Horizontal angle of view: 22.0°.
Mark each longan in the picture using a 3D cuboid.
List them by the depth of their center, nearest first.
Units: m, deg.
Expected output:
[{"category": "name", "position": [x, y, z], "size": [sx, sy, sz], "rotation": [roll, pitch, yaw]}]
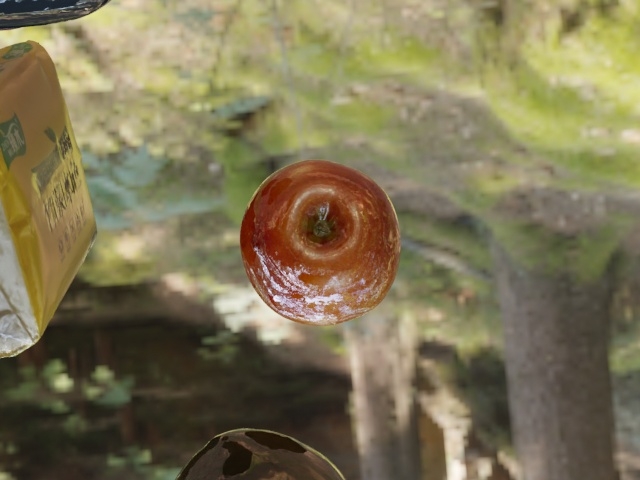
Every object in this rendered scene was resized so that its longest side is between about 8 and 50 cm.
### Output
[{"category": "longan", "position": [-0.048, 0.245, 1.361], "size": [0.167, 0.187, 0.167], "rotation": [-17, 137, -17]}]

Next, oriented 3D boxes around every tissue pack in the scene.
[{"category": "tissue pack", "position": [-0.423, -0.051, 1.994], "size": [0.228, 0.293, 0.382], "rotation": [-10, -162, 8]}]

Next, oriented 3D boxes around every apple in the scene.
[{"category": "apple", "position": [0.000, 0.000, 1.606], "size": [0.163, 0.163, 0.139], "rotation": [-4, 161, -9]}]

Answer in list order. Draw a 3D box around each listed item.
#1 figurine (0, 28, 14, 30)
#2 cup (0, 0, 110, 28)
[{"category": "figurine", "position": [-0.366, -0.320, 1.881], "size": [0.173, 0.173, 0.173], "rotation": [-5, 174, 0]}, {"category": "cup", "position": [-0.212, -0.224, 0.945], "size": [0.176, 0.223, 0.169], "rotation": [-23, 179, -40]}]
